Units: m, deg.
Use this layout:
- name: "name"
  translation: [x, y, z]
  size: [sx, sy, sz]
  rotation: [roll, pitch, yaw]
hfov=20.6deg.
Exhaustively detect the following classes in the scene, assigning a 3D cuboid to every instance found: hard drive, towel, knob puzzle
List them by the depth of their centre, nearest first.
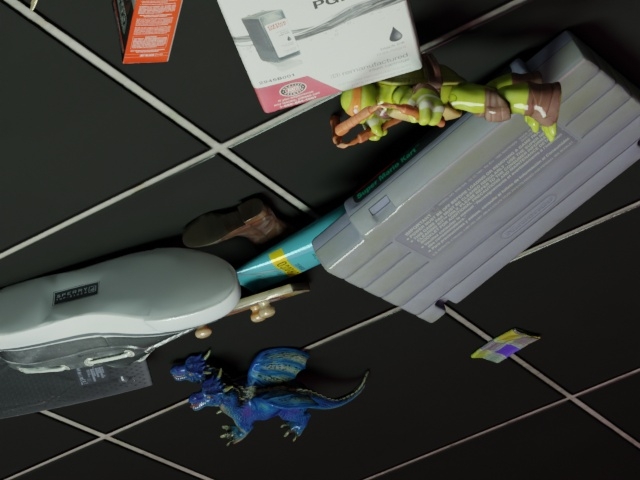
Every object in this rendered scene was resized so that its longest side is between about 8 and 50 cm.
- name: "knob puzzle"
  translation: [-0.111, 0.091, 2.037]
  size: [0.213, 0.030, 0.213]
  rotation: [-17, 178, -1]
- name: "hard drive"
  translation: [-0.335, 0.149, 2.100]
  size: [0.255, 0.054, 0.172]
  rotation: [-12, 152, -4]
- name: "towel"
  translation: [0.251, 0.144, 2.400]
  size: [0.083, 0.009, 0.060]
  rotation: [-33, 147, 32]

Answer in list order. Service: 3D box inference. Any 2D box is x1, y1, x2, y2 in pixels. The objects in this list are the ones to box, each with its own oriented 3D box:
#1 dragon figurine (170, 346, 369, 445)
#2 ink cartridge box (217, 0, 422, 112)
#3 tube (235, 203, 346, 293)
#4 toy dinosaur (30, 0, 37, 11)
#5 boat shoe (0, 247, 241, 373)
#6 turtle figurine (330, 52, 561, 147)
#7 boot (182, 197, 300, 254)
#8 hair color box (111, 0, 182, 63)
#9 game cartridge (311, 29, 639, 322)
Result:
- name: "dragon figurine"
  translation: [-0.054, 0.194, 2.275]
  size: [0.289, 0.085, 0.144]
  rotation: [-3, 151, -17]
- name: "ink cartridge box"
  translation: [-0.007, -0.219, 1.535]
  size: [0.159, 0.092, 0.218]
  rotation: [-16, 150, 4]
- name: "tube"
  translation: [0.000, 0.000, 1.951]
  size: [0.207, 0.052, 0.080]
  rotation: [-28, 151, 11]
- name: "toy dinosaur"
  translation: [-0.251, -0.261, 1.410]
  size: [0.093, 0.053, 0.183]
  rotation: [-10, 149, 27]
- name: "boat shoe"
  translation: [-0.223, 0.091, 1.948]
  size: [0.301, 0.108, 0.102]
  rotation: [-12, 134, 12]
- name: "turtle figurine"
  translation: [0.108, -0.135, 1.689]
  size: [0.217, 0.087, 0.269]
  rotation: [0, 178, -9]
- name: "boot"
  translation: [-0.084, -0.002, 1.961]
  size: [0.106, 0.037, 0.114]
  rotation: [-20, 156, 15]
- name: "hair color box"
  translation: [-0.144, -0.219, 1.493]
  size: [0.043, 0.072, 0.141]
  rotation: [-4, 150, -18]
- name: "game cartridge"
  translation: [0.182, -0.062, 1.879]
  size: [0.355, 0.068, 0.230]
  rotation: [-40, 140, 17]
